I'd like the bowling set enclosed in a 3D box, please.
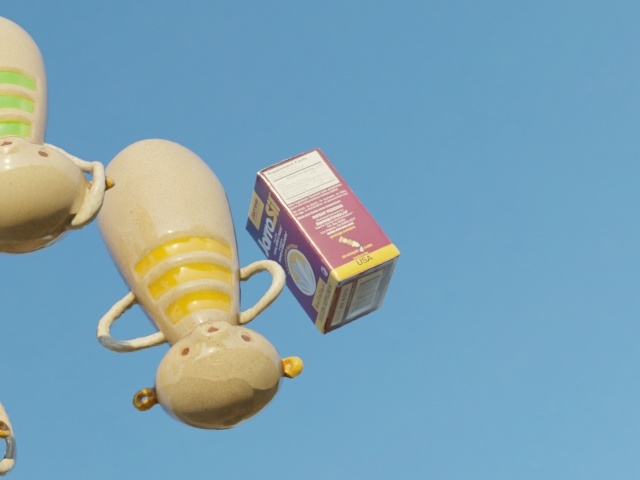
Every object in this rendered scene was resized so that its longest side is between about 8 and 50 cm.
[{"bbox_3d":[-0.166,-0.010,0.563,0.287,0.154,0.199,-17,-47,-6],"label":"bowling set"}]

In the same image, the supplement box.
[{"bbox_3d":[0.000,0.000,0.859,0.043,0.083,0.055,-23,-30,-25],"label":"supplement box"}]
